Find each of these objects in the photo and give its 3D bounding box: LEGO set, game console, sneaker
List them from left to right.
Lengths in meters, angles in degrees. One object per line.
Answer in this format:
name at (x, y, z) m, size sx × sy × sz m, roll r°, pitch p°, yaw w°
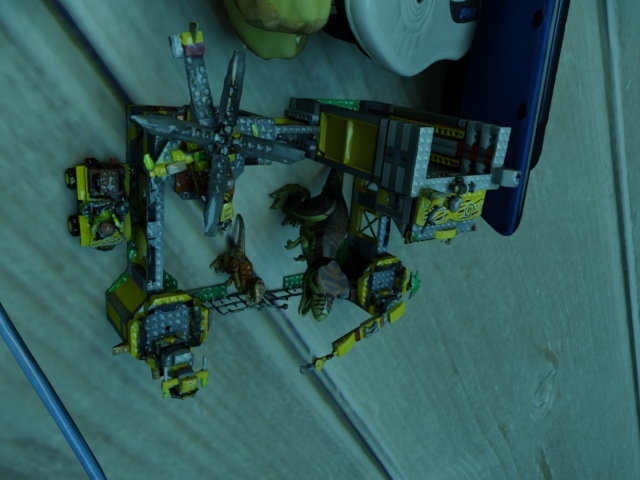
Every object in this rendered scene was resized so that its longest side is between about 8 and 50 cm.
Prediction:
LEGO set at (0.000, 0.000, 0.415) m, size 0.331 × 0.192 × 0.254 m, roll 1°, pitch 108°, yaw -37°
sneaker at (0.033, -0.172, 0.402) m, size 0.217 × 0.121 × 0.079 m, roll -24°, pitch 129°, yaw -58°
game console at (0.214, -0.179, 0.515) m, size 0.250 × 0.173 × 0.293 m, roll -13°, pitch 116°, yaw -33°

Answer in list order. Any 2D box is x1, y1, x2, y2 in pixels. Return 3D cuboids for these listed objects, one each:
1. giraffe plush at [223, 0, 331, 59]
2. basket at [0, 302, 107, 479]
giraffe plush at (-0.085, -0.203, 0.295) m, size 0.171 × 0.210 × 0.181 m, roll -5°, pitch 81°, yaw -11°
basket at (-0.258, 0.072, 0.223) m, size 0.255 × 0.201 × 0.288 m, roll -23°, pitch 90°, yaw -27°
